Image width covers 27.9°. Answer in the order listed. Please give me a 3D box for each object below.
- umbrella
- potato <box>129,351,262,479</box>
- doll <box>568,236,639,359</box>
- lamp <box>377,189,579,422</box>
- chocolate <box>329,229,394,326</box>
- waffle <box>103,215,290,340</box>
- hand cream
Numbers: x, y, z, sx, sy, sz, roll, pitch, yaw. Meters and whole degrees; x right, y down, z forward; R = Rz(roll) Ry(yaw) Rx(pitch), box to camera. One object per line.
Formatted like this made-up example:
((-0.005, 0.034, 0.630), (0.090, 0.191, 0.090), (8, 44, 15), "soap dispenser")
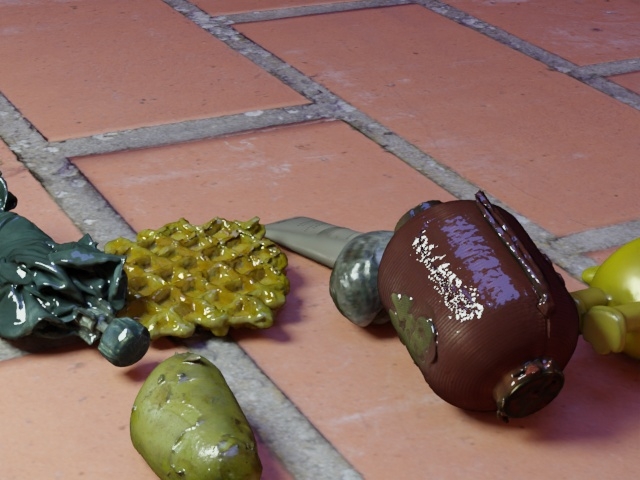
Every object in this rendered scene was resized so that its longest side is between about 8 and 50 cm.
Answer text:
((-0.311, 0.035, 1.385), (0.349, 0.143, 0.094), (31, 3, 37), "umbrella")
((-0.112, 0.175, 1.168), (0.105, 0.085, 0.188), (-44, 38, -4), "potato")
((0.397, 0.052, 1.427), (0.363, 0.145, 0.199), (-10, 23, -39), "doll")
((0.157, 0.057, 1.298), (0.180, 0.180, 0.258), (-9, 50, -25), "lamp")
((0.105, 0.029, 1.470), (0.110, 0.110, 0.248), (25, 28, 37), "chocolate")
((-0.153, 0.043, 1.458), (0.238, 0.058, 0.243), (2, 27, -1), "waffle")
((0.000, 0.000, 1.580), (0.087, 0.054, 0.186), (-15, 25, -40), "hand cream")
